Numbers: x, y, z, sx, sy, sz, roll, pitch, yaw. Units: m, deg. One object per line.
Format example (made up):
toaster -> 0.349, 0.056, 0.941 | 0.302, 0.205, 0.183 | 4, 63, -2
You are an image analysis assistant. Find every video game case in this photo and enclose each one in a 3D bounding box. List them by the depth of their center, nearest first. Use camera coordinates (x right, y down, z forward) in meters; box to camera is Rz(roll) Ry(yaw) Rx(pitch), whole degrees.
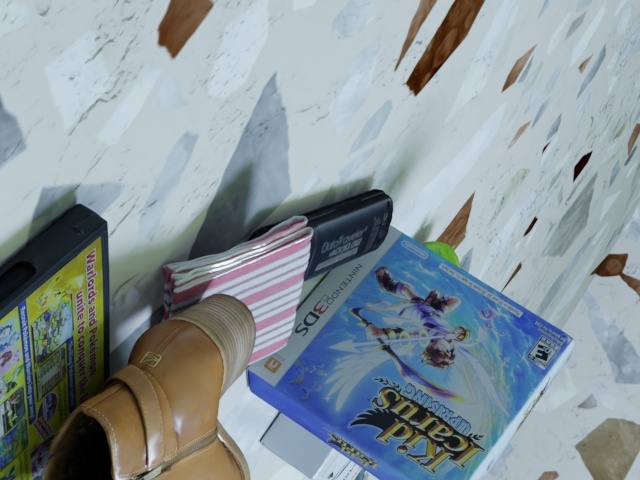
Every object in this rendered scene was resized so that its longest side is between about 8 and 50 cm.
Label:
video game case -> -0.247, 0.137, 1.031 | 0.248, 0.035, 0.275 | -44, 157, -35
video game case -> 0.098, 0.135, 1.546 | 0.244, 0.269, 0.061 | -50, 160, -24

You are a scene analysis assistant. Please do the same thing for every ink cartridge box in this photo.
ink cartridge box -> 0.019, 0.233, 1.799 | 0.148, 0.086, 0.203 | -56, 161, -6

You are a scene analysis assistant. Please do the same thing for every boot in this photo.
boot -> -0.141, 0.199, 1.161 | 0.220, 0.109, 0.283 | -40, 152, -56

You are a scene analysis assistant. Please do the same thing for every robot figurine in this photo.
robot figurine -> 0.134, 0.043, 1.813 | 0.115, 0.067, 0.101 | -39, 172, -46

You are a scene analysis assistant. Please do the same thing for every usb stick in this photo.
usb stick -> 0.000, 0.000, 1.431 | 0.278, 0.045, 0.077 | -21, 133, -61

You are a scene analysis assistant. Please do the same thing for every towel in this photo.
towel -> -0.082, 0.064, 1.280 | 0.144, 0.029, 0.197 | -22, 149, -25

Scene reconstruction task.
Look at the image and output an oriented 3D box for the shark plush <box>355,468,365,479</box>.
shark plush -> 0.044, 0.384, 2.176 | 0.161, 0.073, 0.067 | -25, 113, -52
